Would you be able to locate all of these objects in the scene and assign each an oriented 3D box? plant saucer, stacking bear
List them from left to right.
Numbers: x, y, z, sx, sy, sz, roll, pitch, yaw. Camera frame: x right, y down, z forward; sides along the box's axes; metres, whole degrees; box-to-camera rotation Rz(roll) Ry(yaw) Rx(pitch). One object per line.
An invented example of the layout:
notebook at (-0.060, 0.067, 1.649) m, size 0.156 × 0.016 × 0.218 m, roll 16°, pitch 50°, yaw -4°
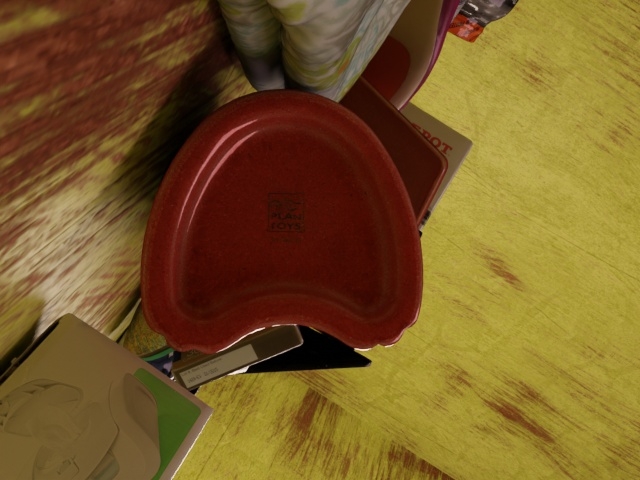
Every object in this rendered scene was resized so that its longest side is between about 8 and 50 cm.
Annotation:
stacking bear at (-0.054, -0.011, 0.589) m, size 0.289 × 0.175 × 0.164 m, roll 175°, pitch -85°, yaw -75°
plant saucer at (0.046, -0.076, 0.942) m, size 0.048 × 0.259 × 0.258 m, roll -10°, pitch 138°, yaw -35°

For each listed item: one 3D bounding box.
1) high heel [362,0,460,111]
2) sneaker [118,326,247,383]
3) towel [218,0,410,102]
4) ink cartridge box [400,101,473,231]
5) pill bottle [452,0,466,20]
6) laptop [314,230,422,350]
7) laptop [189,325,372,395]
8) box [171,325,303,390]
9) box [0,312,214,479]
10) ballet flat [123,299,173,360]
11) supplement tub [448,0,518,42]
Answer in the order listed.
high heel at (0.139, -0.319, 0.931) m, size 0.181 × 0.127 × 0.377 m, roll -45°, pitch 165°, yaw -45°
sneaker at (-0.169, 0.148, 0.961) m, size 0.131 × 0.148 × 0.350 m, roll -56°, pitch -178°, yaw 33°
towel at (0.059, -0.236, 0.466) m, size 0.320 × 0.090 × 0.374 m, roll -58°, pitch -179°, yaw 0°
ink cartridge box at (0.045, -0.077, 1.346) m, size 0.395 × 0.285 × 0.166 m, roll -58°, pitch -179°, yaw -8°
pill bottle at (0.154, -0.379, 1.110) m, size 0.130 × 0.130 × 0.245 m, roll -58°, pitch -178°, yaw -33°
laptop at (0.000, 0.000, 1.166) m, size 0.234 × 0.264 × 0.136 m, roll -57°, pitch 172°, yaw -14°
laptop at (-0.173, 0.285, 1.269) m, size 0.382 × 0.408 × 0.236 m, roll -170°, pitch -99°, yaw -72°
box at (-0.099, 0.075, 0.857) m, size 0.136 × 0.036 × 0.225 m, roll -23°, pitch -157°, yaw 2°
box at (-0.212, 0.214, 0.465) m, size 0.231 × 0.127 × 0.262 m, roll -53°, pitch -177°, yaw 42°
ballet flat at (-0.075, -0.002, 0.804) m, size 0.349 × 0.123 × 0.123 m, roll -29°, pitch 178°, yaw -8°
supplement tub at (0.283, -0.514, 1.222) m, size 0.338 × 0.207 × 0.207 m, roll -57°, pitch -178°, yaw 25°
